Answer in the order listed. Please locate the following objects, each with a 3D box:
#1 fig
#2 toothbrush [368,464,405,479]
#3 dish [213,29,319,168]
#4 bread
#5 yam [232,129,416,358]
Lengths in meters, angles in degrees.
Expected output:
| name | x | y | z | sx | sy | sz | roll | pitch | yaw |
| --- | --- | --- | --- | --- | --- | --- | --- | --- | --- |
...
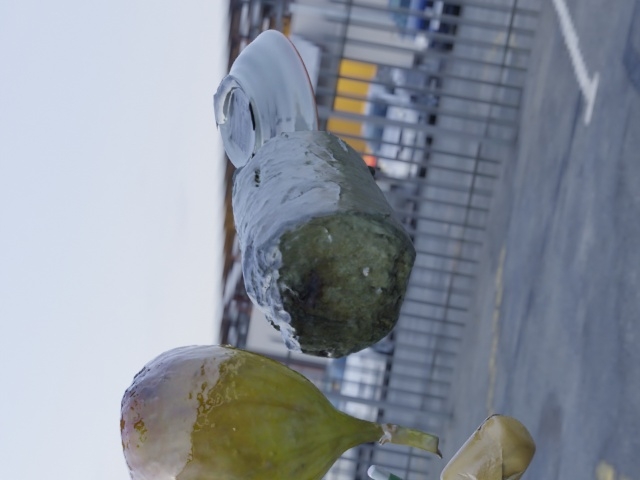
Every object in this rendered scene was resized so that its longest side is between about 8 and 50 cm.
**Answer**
| name | x | y | z | sx | sy | sz | roll | pitch | yaw |
| --- | --- | --- | --- | --- | --- | --- | --- | --- | --- |
| fig | -0.030 | 0.161 | 0.982 | 0.159 | 0.257 | 0.159 | 2 | -90 | -88 |
| toothbrush | 0.168 | 0.362 | 1.659 | 0.018 | 0.257 | 0.024 | -56 | 21 | 8 |
| dish | -0.095 | -0.180 | 1.829 | 0.260 | 0.085 | 0.260 | 37 | 132 | 56 |
| bread | 0.193 | 0.253 | 1.368 | 0.115 | 0.082 | 0.056 | -49 | 33 | 4 |
| yam | 0.000 | 0.000 | 1.438 | 0.300 | 0.195 | 0.195 | -109 | 26 | -65 |
